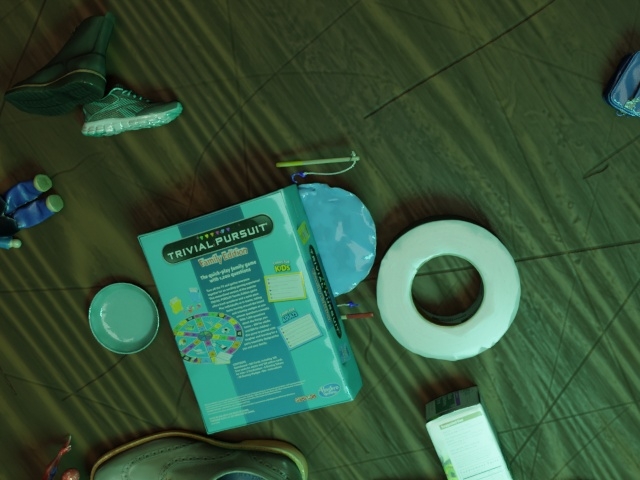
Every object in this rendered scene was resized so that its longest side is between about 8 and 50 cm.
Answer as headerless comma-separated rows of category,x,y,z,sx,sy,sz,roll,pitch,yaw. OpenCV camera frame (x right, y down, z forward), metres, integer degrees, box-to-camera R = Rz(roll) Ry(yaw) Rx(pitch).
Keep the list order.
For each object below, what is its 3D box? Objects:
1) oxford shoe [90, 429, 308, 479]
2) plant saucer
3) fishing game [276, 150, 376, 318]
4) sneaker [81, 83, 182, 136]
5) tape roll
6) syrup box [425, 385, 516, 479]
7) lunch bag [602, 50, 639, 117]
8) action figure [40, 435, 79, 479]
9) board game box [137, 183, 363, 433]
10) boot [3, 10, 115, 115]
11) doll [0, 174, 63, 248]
oxford shoe,-0.208,0.387,1.348,0.363,0.133,0.130,-5,98,7
plant saucer,-0.322,0.127,1.381,0.119,0.021,0.119,1,98,7
fishing game,0.000,0.000,1.318,0.189,0.041,0.264,-8,96,19
sneaker,-0.302,-0.211,1.314,0.166,0.065,0.076,-8,93,5
tape roll,0.195,0.071,1.294,0.219,0.072,0.219,1,97,6
syrup box,0.250,0.361,1.317,0.096,0.093,0.237,-23,95,9
lunch bag,0.463,-0.227,1.228,0.067,0.065,0.098,27,99,2
action figure,-0.449,0.450,1.414,0.091,0.139,0.280,33,122,-2
board game box,-0.107,0.110,1.309,0.253,0.079,0.336,-16,95,18
boot,-0.404,-0.278,1.320,0.197,0.077,0.137,-4,67,27
doll,-0.519,-0.048,1.365,0.189,0.046,0.129,-24,104,15
